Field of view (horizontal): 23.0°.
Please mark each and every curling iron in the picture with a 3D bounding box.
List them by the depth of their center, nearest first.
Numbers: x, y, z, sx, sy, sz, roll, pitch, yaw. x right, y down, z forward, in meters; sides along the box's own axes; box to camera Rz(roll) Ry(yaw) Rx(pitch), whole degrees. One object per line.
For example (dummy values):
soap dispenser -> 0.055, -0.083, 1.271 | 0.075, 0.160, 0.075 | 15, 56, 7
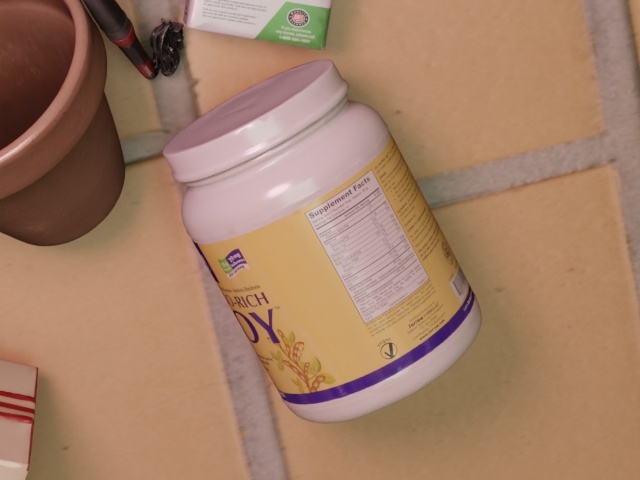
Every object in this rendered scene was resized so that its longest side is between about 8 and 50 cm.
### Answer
curling iron -> -0.203, -0.229, 1.604 | 0.035, 0.274, 0.068 | 17, 83, 20

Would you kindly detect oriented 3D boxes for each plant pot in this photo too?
plant pot -> -0.311, -0.108, 1.596 | 0.263, 0.263, 0.229 | -31, 145, -1

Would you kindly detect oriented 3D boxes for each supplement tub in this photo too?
supplement tub -> 0.000, 0.000, 1.676 | 0.241, 0.241, 0.331 | -29, 105, -2

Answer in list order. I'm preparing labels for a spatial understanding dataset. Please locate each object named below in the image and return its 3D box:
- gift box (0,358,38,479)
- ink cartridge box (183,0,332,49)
gift box -> -0.446, 0.223, 1.654 | 0.258, 0.255, 0.276 | 13, 106, -13
ink cartridge box -> -0.056, -0.320, 1.676 | 0.153, 0.087, 0.208 | 9, 101, -10
